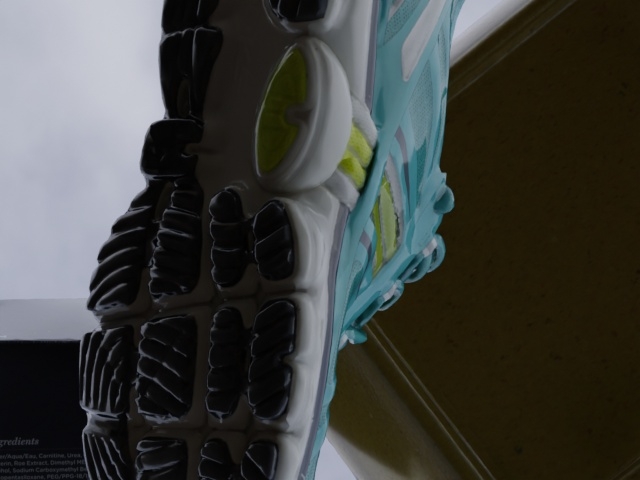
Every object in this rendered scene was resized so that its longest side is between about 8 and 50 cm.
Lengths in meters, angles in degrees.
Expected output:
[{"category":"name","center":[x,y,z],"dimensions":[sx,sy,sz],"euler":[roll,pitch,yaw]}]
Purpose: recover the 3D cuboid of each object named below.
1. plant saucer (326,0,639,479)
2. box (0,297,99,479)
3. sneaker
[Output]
[{"category":"plant saucer","center":[0.136,0.011,0.935],"dimensions":[0.333,0.081,0.333],"euler":[-39,-115,3]},{"category":"box","center":[-0.152,0.122,1.071],"dimensions":[0.093,0.156,0.158],"euler":[-1,-83,-7]},{"category":"sneaker","center":[0.000,0.000,0.615],"dimensions":[0.107,0.110,0.275],"euler":[8,-99,47]}]
